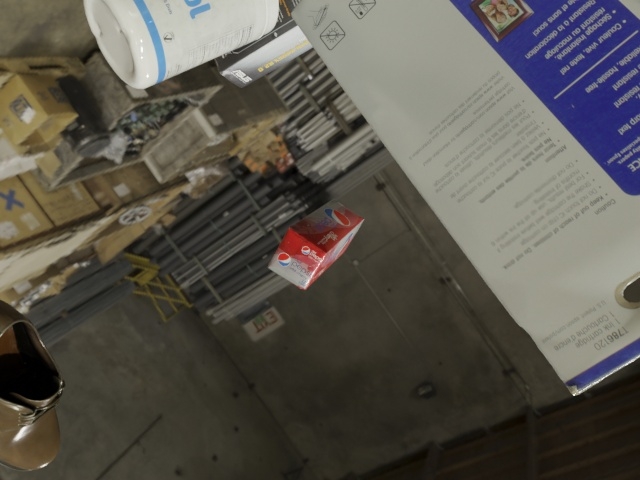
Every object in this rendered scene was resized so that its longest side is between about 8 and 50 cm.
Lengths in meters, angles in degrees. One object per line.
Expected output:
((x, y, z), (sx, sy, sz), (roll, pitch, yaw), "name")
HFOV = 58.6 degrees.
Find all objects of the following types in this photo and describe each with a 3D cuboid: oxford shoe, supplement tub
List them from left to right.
((-0.289, 0.153, 0.543), (0.096, 0.227, 0.083), (16, -140, 22), "oxford shoe")
((-0.089, -0.150, 0.371), (0.107, 0.071, 0.071), (-35, -176, -26), "supplement tub")

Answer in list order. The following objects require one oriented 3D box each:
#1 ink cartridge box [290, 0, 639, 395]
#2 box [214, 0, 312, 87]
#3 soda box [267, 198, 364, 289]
((0.126, -0.090, 0.366), (0.165, 0.333, 0.065), (-40, 156, 21), "ink cartridge box")
((-0.067, -0.322, 0.653), (0.183, 0.231, 0.056), (-26, 169, 16), "box")
((0.000, 0.000, 1.105), (0.092, 0.083, 0.263), (-60, 172, 23), "soda box")
